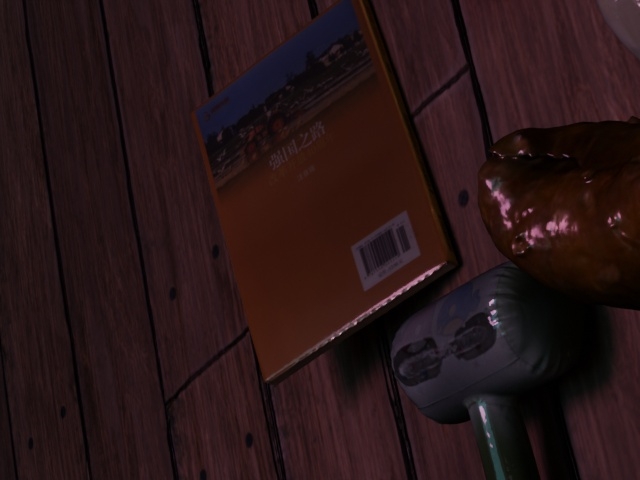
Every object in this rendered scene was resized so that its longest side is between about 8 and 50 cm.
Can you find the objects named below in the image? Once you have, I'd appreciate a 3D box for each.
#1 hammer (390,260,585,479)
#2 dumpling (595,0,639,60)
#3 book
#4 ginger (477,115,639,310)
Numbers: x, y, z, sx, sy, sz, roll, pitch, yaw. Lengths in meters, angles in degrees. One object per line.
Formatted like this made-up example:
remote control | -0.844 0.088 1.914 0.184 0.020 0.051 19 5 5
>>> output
hammer | 0.180 0.197 1.775 0.206 0.119 0.335 -34 65 53
dumpling | 0.304 -0.230 1.572 0.179 0.131 0.252 -55 44 51
book | -0.006 -0.062 2.093 0.262 0.028 0.374 -35 54 28
ginger | 0.272 -0.025 1.602 0.321 0.172 0.165 -4 45 53
